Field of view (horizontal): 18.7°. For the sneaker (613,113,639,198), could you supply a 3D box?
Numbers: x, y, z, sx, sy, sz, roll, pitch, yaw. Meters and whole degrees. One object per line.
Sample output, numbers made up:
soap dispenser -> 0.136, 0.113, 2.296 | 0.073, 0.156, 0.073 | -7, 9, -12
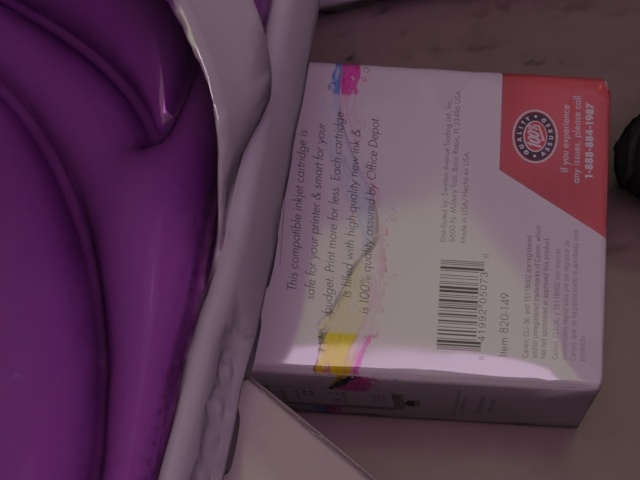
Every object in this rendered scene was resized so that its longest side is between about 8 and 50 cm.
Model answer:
sneaker -> 0.239, -0.012, 0.680 | 0.271, 0.100, 0.108 | 6, 78, 3

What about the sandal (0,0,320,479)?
sandal -> -0.085, -0.057, 0.557 | 0.169, 0.102, 0.416 | -9, 63, 11

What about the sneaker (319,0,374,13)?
sneaker -> 0.053, -0.151, 0.712 | 0.300, 0.121, 0.111 | -16, 74, -4

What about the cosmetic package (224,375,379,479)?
cosmetic package -> -0.097, 0.189, 0.593 | 0.113, 0.160, 0.309 | 38, 78, 12

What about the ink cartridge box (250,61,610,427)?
ink cartridge box -> 0.000, 0.000, 0.696 | 0.198, 0.067, 0.115 | 4, 73, 1
